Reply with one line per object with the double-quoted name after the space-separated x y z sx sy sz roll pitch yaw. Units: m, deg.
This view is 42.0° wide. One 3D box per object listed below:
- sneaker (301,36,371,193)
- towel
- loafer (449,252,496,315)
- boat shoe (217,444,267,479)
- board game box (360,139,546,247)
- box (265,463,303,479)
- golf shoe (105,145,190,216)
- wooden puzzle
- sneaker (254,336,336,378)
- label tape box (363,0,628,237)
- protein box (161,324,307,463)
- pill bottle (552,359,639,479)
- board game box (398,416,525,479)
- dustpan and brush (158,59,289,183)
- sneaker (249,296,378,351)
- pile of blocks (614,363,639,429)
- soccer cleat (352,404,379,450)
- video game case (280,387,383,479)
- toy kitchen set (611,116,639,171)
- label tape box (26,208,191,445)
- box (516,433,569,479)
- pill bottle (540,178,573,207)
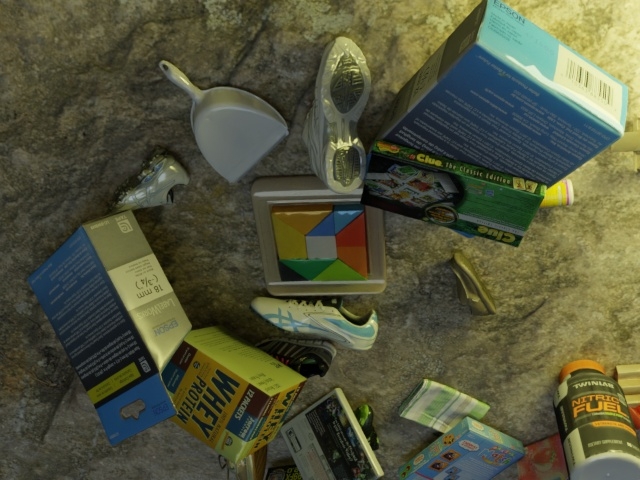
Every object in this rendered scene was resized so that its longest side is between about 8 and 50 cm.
0.010 -0.193 1.274 0.090 0.115 0.232 -4 106 -31 "sneaker"
0.245 0.340 1.663 0.152 0.023 0.113 24 124 -12 "towel"
0.260 0.084 1.463 0.050 0.056 0.148 -28 118 16 "loafer"
-0.170 0.396 1.704 0.089 0.104 0.285 -2 115 12 "boat shoe"
0.196 -0.069 1.270 0.259 0.030 0.136 16 143 3 "board game box"
0.034 0.575 1.797 0.216 0.060 0.270 -15 126 27 "box"
-0.292 -0.073 1.402 0.086 0.069 0.176 37 122 -26 "golf shoe"
0.000 0.000 1.436 0.220 0.044 0.239 -1 125 7 "wooden puzzle"
-0.057 0.229 1.583 0.170 0.075 0.063 0 125 6 "sneaker"
0.238 -0.163 1.244 0.249 0.115 0.347 28 146 -14 "label tape box"
-0.165 0.265 1.483 0.201 0.200 0.136 30 98 15 "protein box"
0.490 0.328 1.495 0.130 0.246 0.131 2 126 2 "pill bottle"
0.289 0.456 1.717 0.160 0.039 0.211 28 124 -26 "board game box"
-0.171 -0.204 1.311 0.211 0.060 0.147 36 119 -26 "dustpan and brush"
-0.010 0.134 1.518 0.237 0.085 0.086 14 100 -2 "sneaker"
0.721 0.330 1.556 0.362 0.113 0.149 15 125 -5 "pile of blocks"
0.089 0.395 1.701 0.072 0.060 0.179 7 132 -11 "soccer cleat"
0.019 0.418 1.663 0.173 0.190 0.022 -40 155 28 "video game case"
0.502 -0.148 1.298 0.068 0.075 0.083 3 95 48 "toy kitchen set"
-0.337 0.151 1.409 0.240 0.106 0.334 -32 85 44 "label tape box"
0.485 0.537 1.609 0.142 0.300 0.154 -31 116 26 "box"
0.363 -0.074 1.349 0.083 0.043 0.043 -6 124 9 "pill bottle"
